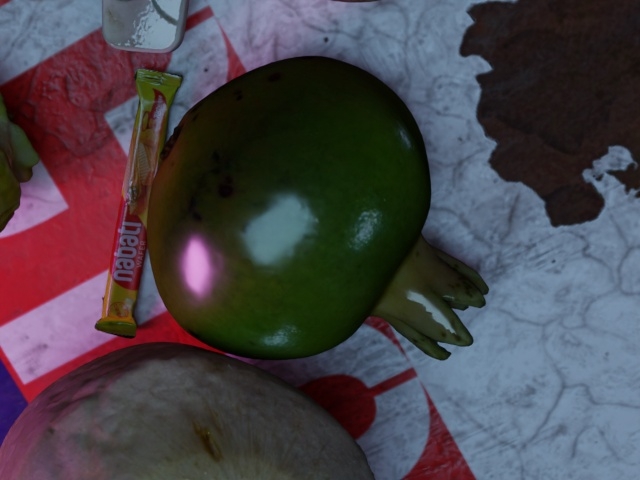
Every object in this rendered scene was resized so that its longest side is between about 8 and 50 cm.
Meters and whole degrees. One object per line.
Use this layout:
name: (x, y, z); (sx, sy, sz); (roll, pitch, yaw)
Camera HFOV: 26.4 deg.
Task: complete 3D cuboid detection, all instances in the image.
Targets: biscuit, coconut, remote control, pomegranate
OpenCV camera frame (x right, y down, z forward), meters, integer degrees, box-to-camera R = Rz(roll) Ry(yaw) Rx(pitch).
biscuit: (-0.192, -0.036, 1.431); (0.048, 0.026, 0.292); (7, 107, -15)
coconut: (-0.128, 0.280, 1.324); (0.415, 0.415, 0.345); (23, 80, 1)
remote control: (-0.165, -0.300, 1.341); (0.090, 0.049, 0.230); (7, 97, 8)
pomegranate: (0.000, 0.000, 1.316); (0.358, 0.216, 0.310); (33, 103, -3)

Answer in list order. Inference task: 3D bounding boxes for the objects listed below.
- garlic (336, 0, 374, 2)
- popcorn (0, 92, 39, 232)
garlic: (0.026, -0.336, 1.282); (0.217, 0.110, 0.228); (-40, 97, 19)
popcorn: (-0.401, -0.086, 1.368); (0.221, 0.184, 0.204); (50, 136, -9)
